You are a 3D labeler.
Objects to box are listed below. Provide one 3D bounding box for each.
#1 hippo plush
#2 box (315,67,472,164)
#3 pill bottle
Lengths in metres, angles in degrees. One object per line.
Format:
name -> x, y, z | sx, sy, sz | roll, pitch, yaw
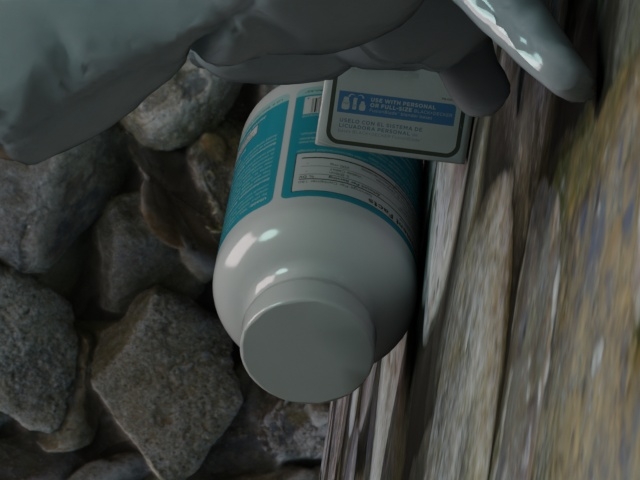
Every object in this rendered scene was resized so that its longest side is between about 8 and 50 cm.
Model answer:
hippo plush -> -0.008, -0.158, 0.710 | 0.236, 0.294, 0.234 | -13, -83, -62
box -> 0.060, -0.207, 1.028 | 0.169, 0.087, 0.290 | -83, 1, -72
pill bottle -> 0.000, 0.000, 1.297 | 0.264, 0.146, 0.146 | -82, 0, -54
